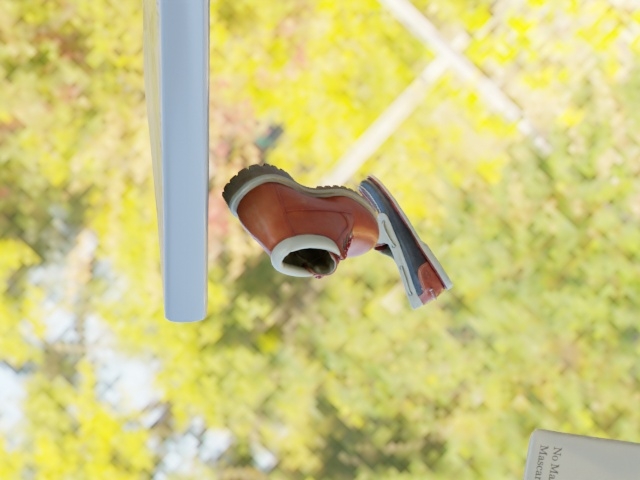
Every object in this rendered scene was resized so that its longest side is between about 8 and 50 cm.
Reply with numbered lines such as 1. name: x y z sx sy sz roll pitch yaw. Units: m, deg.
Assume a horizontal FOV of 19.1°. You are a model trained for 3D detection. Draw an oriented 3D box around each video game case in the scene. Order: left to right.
1. video game case: -0.108 -0.160 1.368 0.300 0.036 0.329 -101 11 -48

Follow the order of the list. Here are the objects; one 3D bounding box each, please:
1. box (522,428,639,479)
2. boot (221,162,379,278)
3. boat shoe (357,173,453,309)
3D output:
1. box: 0.246 0.181 1.038 0.275 0.113 0.094 5 161 17
2. boot: 0.000 0.000 1.406 0.158 0.059 0.084 13 -145 -50
3. boat shoe: 0.068 0.000 1.714 0.137 0.043 0.049 57 -178 22
